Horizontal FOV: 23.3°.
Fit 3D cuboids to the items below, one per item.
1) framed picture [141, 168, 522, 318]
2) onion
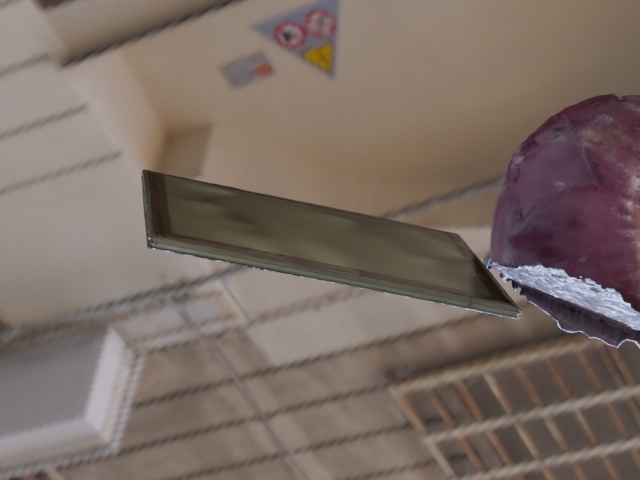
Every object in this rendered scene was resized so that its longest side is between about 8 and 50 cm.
[{"bbox_3d":[0.000,0.000,0.990,0.173,0.231,0.010,-113,-144,-72],"label":"framed picture"},{"bbox_3d":[0.233,-0.015,1.123,0.207,0.201,0.201,29,-119,10],"label":"onion"}]
